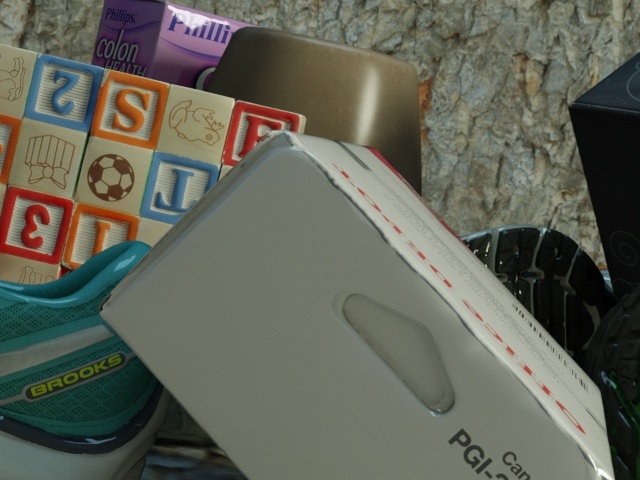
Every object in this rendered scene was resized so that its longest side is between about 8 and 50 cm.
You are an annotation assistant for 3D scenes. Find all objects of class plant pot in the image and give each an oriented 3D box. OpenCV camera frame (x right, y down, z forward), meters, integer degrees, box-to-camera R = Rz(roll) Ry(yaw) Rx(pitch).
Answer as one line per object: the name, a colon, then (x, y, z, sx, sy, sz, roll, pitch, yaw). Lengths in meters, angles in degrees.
plant pot: (-0.015, -0.042, 1.164, 0.263, 0.229, 0.263, 13, 4, -1)

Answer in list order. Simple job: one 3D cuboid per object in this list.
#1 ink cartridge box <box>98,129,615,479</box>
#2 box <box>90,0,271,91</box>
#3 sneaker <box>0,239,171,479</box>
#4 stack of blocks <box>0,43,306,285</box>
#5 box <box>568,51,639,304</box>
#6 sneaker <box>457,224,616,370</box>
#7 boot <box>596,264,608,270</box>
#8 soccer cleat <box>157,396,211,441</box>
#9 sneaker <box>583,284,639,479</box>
ink cartridge box: (0.027, 0.045, 0.558, 0.158, 0.092, 0.218, 47, 7, 5)
box: (-0.104, -0.081, 1.345, 0.213, 0.243, 0.117, 10, 4, -37)
sneaker: (-0.189, 0.025, 0.537, 0.275, 0.110, 0.107, 10, 4, -16)
stack of blocks: (-0.172, -0.032, 0.955, 0.297, 0.171, 0.087, 13, 4, 0)
box: (0.299, 0.001, 1.003, 0.143, 0.270, 0.165, -36, 30, -30)
sneaker: (0.143, 0.063, 1.105, 0.147, 0.130, 0.330, 1, -9, 34)
boot: (0.419, 0.088, 1.699, 0.283, 0.109, 0.220, 5, -1, 6)
soccer cleat: (-0.082, 0.064, 0.670, 0.196, 0.068, 0.076, 4, 10, -11)
sneaker: (0.281, 0.118, 0.676, 0.343, 0.134, 0.146, 23, 1, 21)
